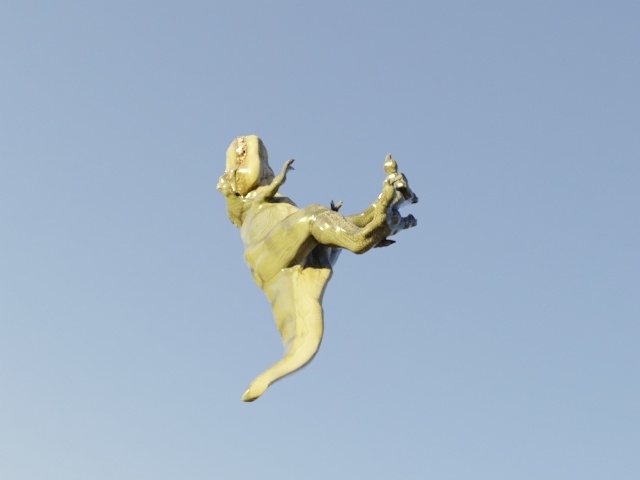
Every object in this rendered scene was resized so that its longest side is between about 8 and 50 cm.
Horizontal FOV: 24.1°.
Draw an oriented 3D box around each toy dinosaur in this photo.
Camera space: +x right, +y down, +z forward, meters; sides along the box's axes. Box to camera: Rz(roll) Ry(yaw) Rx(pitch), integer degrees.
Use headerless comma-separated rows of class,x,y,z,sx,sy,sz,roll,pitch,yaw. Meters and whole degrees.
toy dinosaur,0.000,0.000,0.885,0.064,0.118,0.268,56,10,-27
